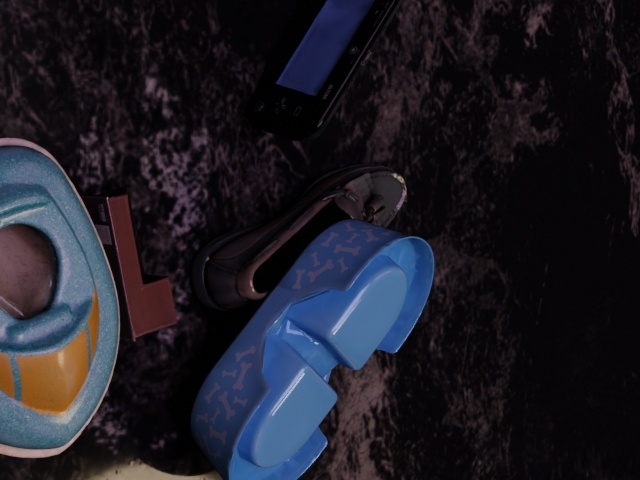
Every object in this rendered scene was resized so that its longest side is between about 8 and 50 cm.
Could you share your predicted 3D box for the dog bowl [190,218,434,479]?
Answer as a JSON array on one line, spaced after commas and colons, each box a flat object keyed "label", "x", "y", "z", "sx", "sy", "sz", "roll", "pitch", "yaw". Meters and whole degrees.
[{"label": "dog bowl", "x": -0.011, "y": 0.106, "z": 1.172, "sx": 0.297, "sy": 0.074, "sz": 0.166, "roll": -53, "pitch": 150, "yaw": -9}]

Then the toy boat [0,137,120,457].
[{"label": "toy boat", "x": -0.288, "y": 0.079, "z": 0.950, "sx": 0.318, "sy": 0.148, "sz": 0.267, "roll": -30, "pitch": 111, "yaw": -34}]

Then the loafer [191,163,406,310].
[{"label": "loafer", "x": 0.000, "y": 0.000, "z": 1.220, "sx": 0.267, "sy": 0.084, "sz": 0.096, "roll": -30, "pitch": 111, "yaw": -34}]

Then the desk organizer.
[{"label": "desk organizer", "x": -0.171, "y": 0.019, "z": 1.108, "sx": 0.050, "sy": 0.047, "sz": 0.130, "roll": -18, "pitch": 104, "yaw": -39}]

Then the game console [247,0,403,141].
[{"label": "game console", "x": 0.057, "y": -0.250, "z": 1.183, "sx": 0.044, "sy": 0.213, "sz": 0.361, "roll": 35, "pitch": 82, "yaw": -35}]
